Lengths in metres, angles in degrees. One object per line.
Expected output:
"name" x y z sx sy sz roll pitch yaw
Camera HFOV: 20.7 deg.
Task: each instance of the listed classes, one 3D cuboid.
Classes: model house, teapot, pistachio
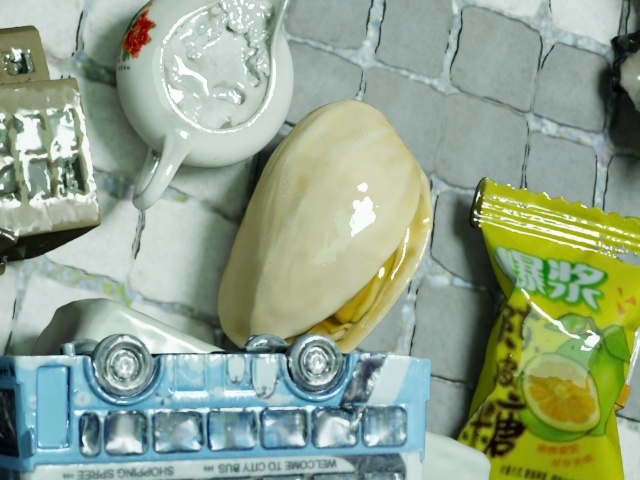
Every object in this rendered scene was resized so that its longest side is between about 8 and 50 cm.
"model house" -0.304 -0.056 1.209 0.248 0.181 0.176 -9 86 -29
"teapot" -0.095 -0.120 1.374 0.145 0.092 0.226 28 72 -17
"pistachio" 0.000 0.000 1.378 0.157 0.157 0.229 32 72 -19

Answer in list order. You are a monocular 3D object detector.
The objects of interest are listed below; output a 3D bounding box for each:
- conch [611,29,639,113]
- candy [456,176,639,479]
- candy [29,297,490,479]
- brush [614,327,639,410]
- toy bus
"conch" 0.376 -0.204 1.543 0.186 0.240 0.313 15 79 -5
"candy" 0.193 0.110 1.483 0.187 0.081 0.297 13 87 -6
"candy" -0.064 0.202 1.312 0.358 0.145 0.208 23 74 -21
"brush" 0.206 0.193 1.520 0.090 0.017 0.314 28 71 -17
"toy bus" -0.074 0.127 1.180 0.297 0.106 0.131 0 86 -25
